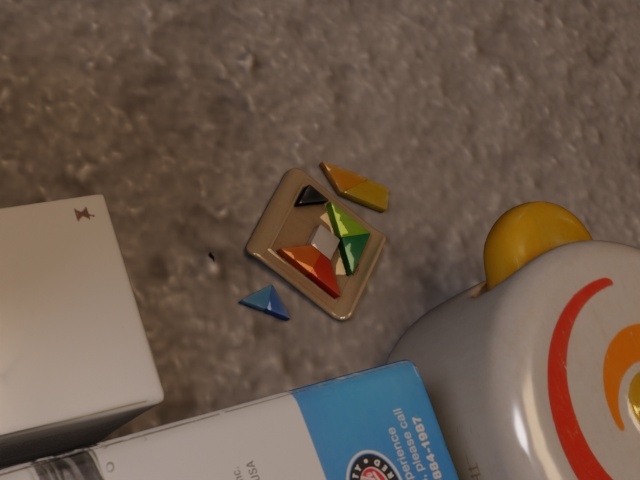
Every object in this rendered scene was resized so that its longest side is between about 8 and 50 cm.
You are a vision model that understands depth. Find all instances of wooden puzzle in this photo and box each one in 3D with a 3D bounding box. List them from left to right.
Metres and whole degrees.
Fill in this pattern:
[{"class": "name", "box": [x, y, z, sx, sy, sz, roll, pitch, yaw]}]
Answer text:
[{"class": "wooden puzzle", "box": [0.000, 0.000, 0.710, 0.078, 0.014, 0.116, 30, 57, -18]}]

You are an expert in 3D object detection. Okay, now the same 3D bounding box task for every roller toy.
[{"class": "roller toy", "box": [0.140, 0.101, 0.671, 0.191, 0.146, 0.209, 34, 55, -16]}]

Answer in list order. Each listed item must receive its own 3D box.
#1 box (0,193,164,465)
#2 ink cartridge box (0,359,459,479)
[{"class": "box", "box": [-0.141, 0.045, 0.556, 0.102, 0.087, 0.101, -10, 75, -35]}, {"class": "ink cartridge box", "box": [-0.073, 0.199, 0.506, 0.307, 0.129, 0.223, -11, 76, -35]}]
